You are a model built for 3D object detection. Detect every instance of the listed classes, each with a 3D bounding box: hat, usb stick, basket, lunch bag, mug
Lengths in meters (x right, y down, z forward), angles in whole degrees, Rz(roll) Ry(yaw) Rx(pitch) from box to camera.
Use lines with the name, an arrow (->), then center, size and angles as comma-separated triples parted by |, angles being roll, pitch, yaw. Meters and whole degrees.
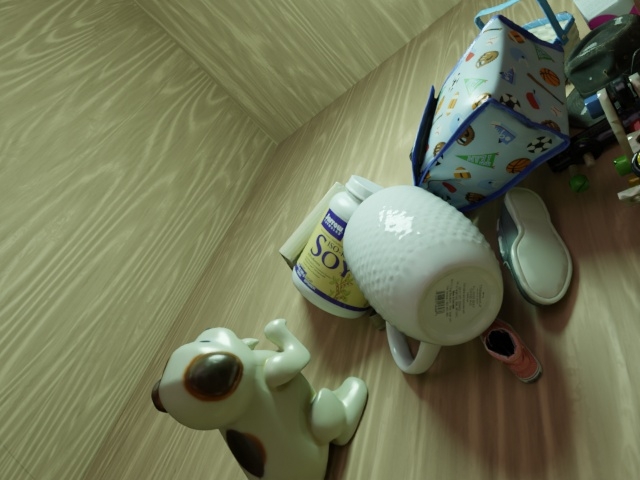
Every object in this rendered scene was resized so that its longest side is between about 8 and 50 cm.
hat -> 0.699, -0.444, 1.112 | 0.331, 0.134, 0.331 | -52, 15, 20
usb stick -> 0.657, -0.249, 1.043 | 0.278, 0.045, 0.077 | -33, 33, 30
basket -> 0.621, -0.592, 1.355 | 0.201, 0.289, 0.255 | -48, 21, -3
lunch bag -> 0.361, -0.266, 1.092 | 0.385, 0.239, 0.328 | 126, 166, -57
mug -> 0.209, 0.102, 0.968 | 0.328, 0.276, 0.374 | -117, 33, -66

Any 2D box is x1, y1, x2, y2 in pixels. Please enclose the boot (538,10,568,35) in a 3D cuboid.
boot -> 0.820, -0.743, 1.592 | 0.118, 0.042, 0.087 | -36, 31, 27

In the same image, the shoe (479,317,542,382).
shoe -> 0.334, 0.182, 0.849 | 0.063, 0.081, 0.178 | -43, 23, 9

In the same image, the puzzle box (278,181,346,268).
puzzle box -> 0.000, 0.000, 1.487 | 0.272, 0.052, 0.409 | -51, -14, -10

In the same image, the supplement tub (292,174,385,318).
supplement tub -> 0.094, 0.017, 1.239 | 0.331, 0.241, 0.241 | -61, 19, 16

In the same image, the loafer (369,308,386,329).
loafer -> 0.171, 0.165, 1.208 | 0.056, 0.050, 0.148 | -23, 32, 44

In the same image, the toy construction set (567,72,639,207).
toy construction set -> 0.624, -0.145, 0.782 | 0.309, 0.257, 0.237 | -12, 54, 19

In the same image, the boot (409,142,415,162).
boot -> 0.330, -0.171, 1.381 | 0.284, 0.138, 0.377 | -49, 31, -5

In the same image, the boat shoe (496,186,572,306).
boat shoe -> 0.435, 0.021, 0.960 | 0.099, 0.116, 0.319 | 98, -178, -46

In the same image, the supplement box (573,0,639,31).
supplement box -> 0.840, -0.673, 1.337 | 0.114, 0.111, 0.220 | -31, 27, 34

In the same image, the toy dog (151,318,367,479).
toy dog -> -0.162, 0.363, 1.002 | 0.284, 0.408, 0.395 | -23, 32, 45
